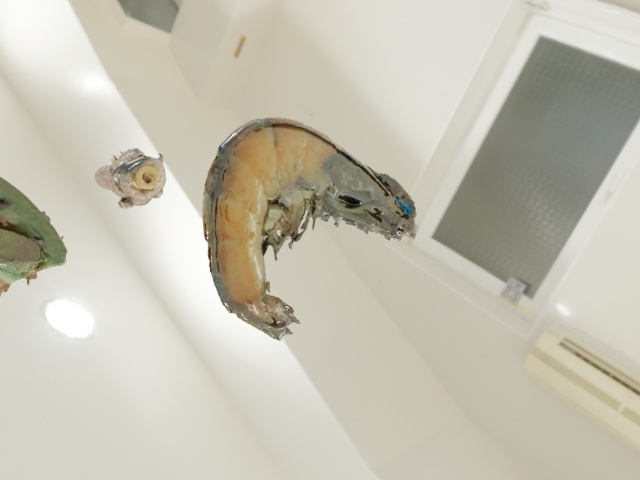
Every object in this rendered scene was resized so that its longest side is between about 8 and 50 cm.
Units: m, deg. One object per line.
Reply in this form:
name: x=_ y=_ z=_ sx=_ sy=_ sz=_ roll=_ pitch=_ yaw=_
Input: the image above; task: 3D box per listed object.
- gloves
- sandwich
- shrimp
gloves: x=-0.309 y=-0.103 z=1.005 sx=0.094 sy=0.110 sz=0.144 roll=56 pitch=176 yaw=-23
sandwich: x=-0.666 y=0.018 z=1.121 sx=0.250 sy=0.301 sz=0.162 roll=55 pitch=172 yaw=-12
shrimp: x=0.000 y=0.000 z=0.640 sx=0.290 sy=0.223 sz=0.054 roll=15 pitch=173 yaw=-39
